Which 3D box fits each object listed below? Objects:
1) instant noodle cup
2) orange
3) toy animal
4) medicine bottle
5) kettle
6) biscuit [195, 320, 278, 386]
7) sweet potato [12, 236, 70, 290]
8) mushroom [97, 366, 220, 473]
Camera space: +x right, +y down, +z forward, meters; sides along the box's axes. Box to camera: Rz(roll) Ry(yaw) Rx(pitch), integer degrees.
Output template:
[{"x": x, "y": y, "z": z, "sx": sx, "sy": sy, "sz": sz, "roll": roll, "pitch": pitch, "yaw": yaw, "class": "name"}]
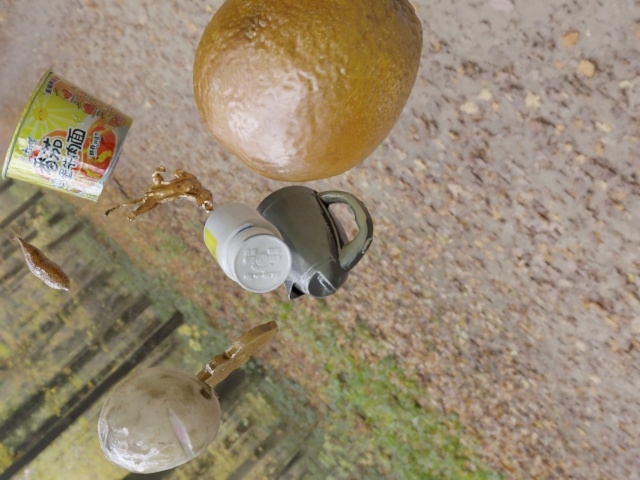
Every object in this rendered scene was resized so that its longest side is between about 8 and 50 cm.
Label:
[{"x": -0.534, "y": -0.212, "z": 1.569, "sx": 0.200, "sy": 0.264, "sz": 0.264, "roll": 24, "pitch": 170, "yaw": -15, "class": "instant noodle cup"}, {"x": -0.015, "y": -0.262, "z": 1.125, "sx": 0.322, "sy": 0.357, "sz": 0.322, "roll": 44, "pitch": -160, "yaw": -21, "class": "orange"}, {"x": -0.384, "y": -0.106, "z": 1.721, "sx": 0.116, "sy": 0.255, "sz": 0.114, "roll": 138, "pitch": 120, "yaw": -79, "class": "toy animal"}, {"x": -0.154, "y": 0.012, "z": 1.532, "sx": 0.143, "sy": 0.143, "sz": 0.258, "roll": 53, "pitch": 173, "yaw": -24, "class": "medicine bottle"}, {"x": 0.000, "y": 0.000, "z": 2.063, "sx": 0.228, "sy": 0.321, "sz": 0.324, "roll": 50, "pitch": -174, "yaw": -48, "class": "kettle"}, {"x": -0.191, "y": 0.254, "z": 1.643, "sx": 0.036, "sy": 0.225, "sz": 0.166, "roll": 52, "pitch": -166, "yaw": 16, "class": "biscuit"}, {"x": -0.654, "y": 0.054, "z": 1.701, "sx": 0.195, "sy": 0.056, "sz": 0.056, "roll": 41, "pitch": 165, "yaw": 12, "class": "sweet potato"}, {"x": -0.319, "y": 0.364, "z": 1.479, "sx": 0.255, "sy": 0.255, "sz": 0.184, "roll": 25, "pitch": 123, "yaw": 54, "class": "mushroom"}]
